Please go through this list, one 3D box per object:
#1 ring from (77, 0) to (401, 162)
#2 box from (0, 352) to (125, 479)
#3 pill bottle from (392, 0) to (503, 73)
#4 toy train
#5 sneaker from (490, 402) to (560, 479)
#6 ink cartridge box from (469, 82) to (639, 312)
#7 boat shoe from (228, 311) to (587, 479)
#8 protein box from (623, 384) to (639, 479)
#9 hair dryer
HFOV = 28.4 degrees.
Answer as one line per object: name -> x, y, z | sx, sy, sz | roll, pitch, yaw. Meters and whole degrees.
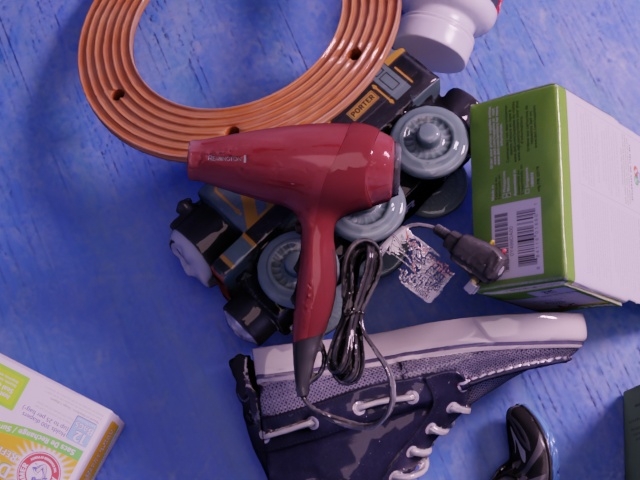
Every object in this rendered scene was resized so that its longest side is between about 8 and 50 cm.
ring -> -0.082, -0.213, 1.269 | 0.337, 0.032, 0.336 | -7, 57, 11
box -> -0.300, 0.170, 1.181 | 0.203, 0.103, 0.114 | 26, 76, 4
pill bottle -> 0.141, -0.270, 1.311 | 0.108, 0.108, 0.180 | 20, 77, 2
toy train -> 0.008, -0.052, 1.244 | 0.334, 0.142, 0.190 | -44, 70, -10
sneaker -> 0.182, 0.247, 1.204 | 0.078, 0.067, 0.188 | 10, 79, -7
ink cartridge box -> 0.255, -0.021, 1.238 | 0.097, 0.255, 0.188 | -11, 72, 37
boat shoe -> 0.092, 0.162, 1.205 | 0.341, 0.127, 0.158 | -8, 83, 3
protein box -> 0.370, 0.227, 1.150 | 0.136, 0.200, 0.201 | 2, 76, -2
hair dryer -> 0.000, 0.000, 1.106 | 0.293, 0.080, 0.223 | 42, 80, 9
